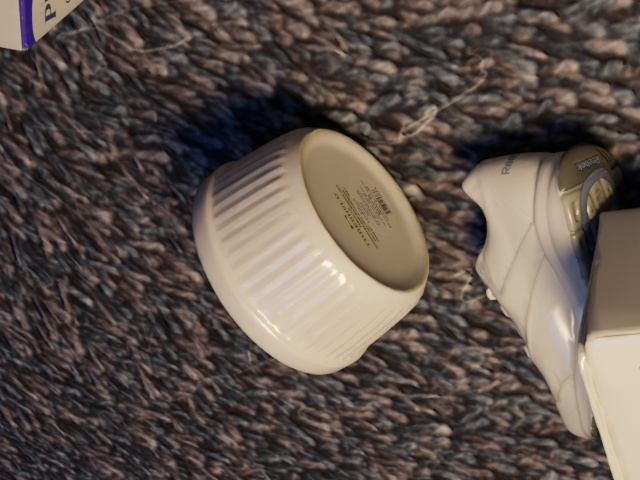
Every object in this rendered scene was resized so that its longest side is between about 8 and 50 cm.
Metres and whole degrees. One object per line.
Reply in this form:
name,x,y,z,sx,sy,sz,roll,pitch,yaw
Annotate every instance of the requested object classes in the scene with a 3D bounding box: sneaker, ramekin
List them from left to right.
ramekin,0.000,0.000,1.122,0.109,0.207,0.207,-36,105,29
sneaker,0.208,0.044,1.137,0.129,0.111,0.297,9,125,39

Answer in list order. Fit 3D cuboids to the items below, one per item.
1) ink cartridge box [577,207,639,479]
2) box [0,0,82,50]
ink cartridge box,0.415,0.104,0.983,0.384,0.160,0.279,-7,127,22
box,-0.247,-0.246,1.090,0.072,0.137,0.126,16,129,13
